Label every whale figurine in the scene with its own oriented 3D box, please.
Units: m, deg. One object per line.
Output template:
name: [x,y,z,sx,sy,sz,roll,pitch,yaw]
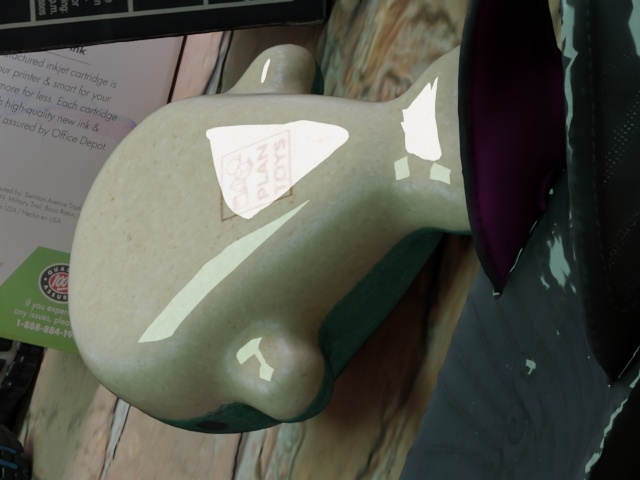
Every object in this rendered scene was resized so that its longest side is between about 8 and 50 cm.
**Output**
whale figurine: [0.000,0.000,1.017,0.272,0.141,0.216,-25,51,30]

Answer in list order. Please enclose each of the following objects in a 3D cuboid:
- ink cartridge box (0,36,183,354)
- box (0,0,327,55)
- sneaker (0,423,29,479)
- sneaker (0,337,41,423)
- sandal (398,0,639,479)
ink cartridge box: [-0.222,-0.114,1.423,0.119,0.207,0.353,13,88,64]
box: [-0.158,-0.274,1.174,0.183,0.294,0.296,-126,32,-61]
sneaker: [-0.271,0.231,1.513,0.083,0.071,0.191,157,124,-67]
sneaker: [-0.302,0.134,1.590,0.300,0.111,0.121,-71,20,5]
sandal: [0.107,-0.030,0.787,0.167,0.107,0.446,36,108,63]
